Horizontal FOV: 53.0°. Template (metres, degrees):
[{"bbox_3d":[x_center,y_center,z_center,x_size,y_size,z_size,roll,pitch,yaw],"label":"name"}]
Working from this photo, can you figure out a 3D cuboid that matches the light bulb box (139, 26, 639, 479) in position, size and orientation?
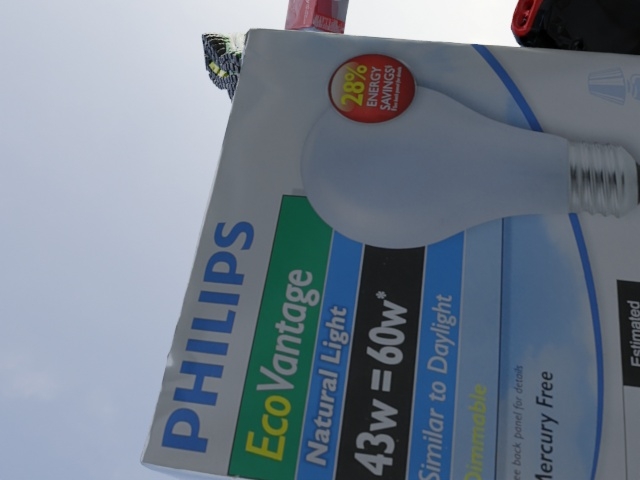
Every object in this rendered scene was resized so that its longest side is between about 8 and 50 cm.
[{"bbox_3d":[0.094,0.043,0.525,0.360,0.225,0.358,5,-116,6],"label":"light bulb box"}]

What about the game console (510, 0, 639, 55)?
[{"bbox_3d":[0.378,-0.255,0.622,0.386,0.342,0.060,24,-168,-35],"label":"game console"}]

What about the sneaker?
[{"bbox_3d":[-0.118,-0.335,1.242,0.146,0.134,0.344,-19,-137,-17],"label":"sneaker"}]

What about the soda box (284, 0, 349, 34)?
[{"bbox_3d":[0.007,-0.521,1.211,0.083,0.092,0.264,4,-81,-41],"label":"soda box"}]
